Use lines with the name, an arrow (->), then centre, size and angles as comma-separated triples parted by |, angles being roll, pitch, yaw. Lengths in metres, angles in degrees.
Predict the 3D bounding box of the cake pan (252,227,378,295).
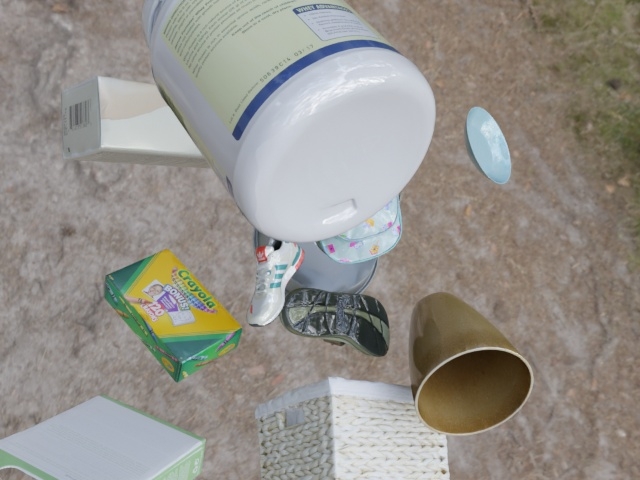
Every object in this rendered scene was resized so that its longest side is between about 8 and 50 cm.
cake pan -> 0.000, 0.000, 1.500 | 0.293, 0.054, 0.293 | 6, 68, -16

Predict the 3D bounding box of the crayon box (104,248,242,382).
crayon box -> -0.324, 0.157, 1.496 | 0.165, 0.081, 0.278 | -28, 60, -39

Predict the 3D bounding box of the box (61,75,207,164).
box -> -0.283, -0.201, 1.224 | 0.311, 0.148, 0.121 | -2, 89, -46

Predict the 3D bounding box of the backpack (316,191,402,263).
backpack -> 0.055, -0.055, 1.152 | 0.166, 0.144, 0.188 | -18, 106, -13

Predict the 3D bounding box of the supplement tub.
supplement tub -> -0.051, -0.181, 0.782 | 0.235, 0.235, 0.325 | -12, 50, -33

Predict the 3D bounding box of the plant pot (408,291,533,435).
plant pot -> 0.280, 0.230, 1.427 | 0.237, 0.237, 0.254 | 17, 28, -19

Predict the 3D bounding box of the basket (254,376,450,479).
basket -> 0.070, 0.474, 1.522 | 0.331, 0.328, 0.266 | 12, 62, -32

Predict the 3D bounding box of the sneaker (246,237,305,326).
sneaker -> -0.081, 0.050, 1.017 | 0.075, 0.057, 0.161 | 54, 46, -34

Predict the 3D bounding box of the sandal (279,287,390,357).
sandal -> 0.031, 0.160, 1.389 | 0.303, 0.086, 0.120 | 21, 66, -35

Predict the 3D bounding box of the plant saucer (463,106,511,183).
plant saucer -> 0.389, -0.221, 1.632 | 0.195, 0.037, 0.194 | 21, 59, -41

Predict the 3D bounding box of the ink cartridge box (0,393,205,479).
ink cartridge box -> -0.266, 0.258, 0.773 | 0.171, 0.056, 0.235 | 16, 15, 22
